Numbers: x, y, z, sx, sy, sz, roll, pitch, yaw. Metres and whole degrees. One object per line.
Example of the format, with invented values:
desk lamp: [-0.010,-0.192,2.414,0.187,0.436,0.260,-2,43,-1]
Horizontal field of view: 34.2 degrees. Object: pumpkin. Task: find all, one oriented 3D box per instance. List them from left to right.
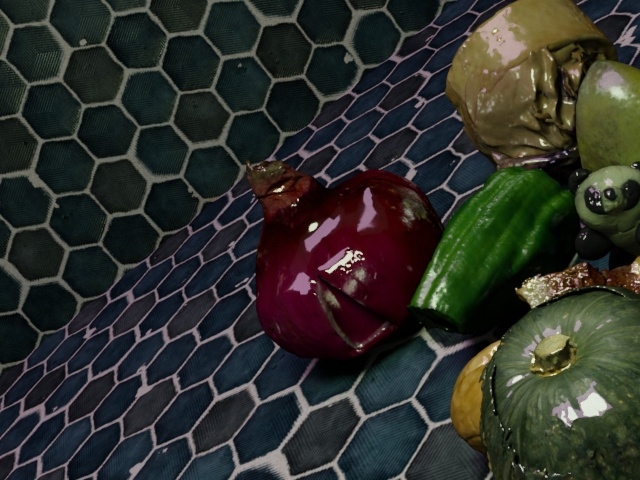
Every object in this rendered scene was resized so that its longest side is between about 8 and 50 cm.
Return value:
pumpkin: [0.321,0.210,1.185,0.291,0.257,0.328,-35,25,4]

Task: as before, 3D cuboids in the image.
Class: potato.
potato: [0.483,-0.159,1.669,0.112,0.255,0.269,-49,22,-26]

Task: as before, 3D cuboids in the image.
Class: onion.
onion: [0.000,0.000,1.938,0.398,0.420,0.398,-44,16,17]

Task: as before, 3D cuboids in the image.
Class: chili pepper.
chili pepper: [0.294,0.033,1.683,0.167,0.213,0.385,6,42,45]

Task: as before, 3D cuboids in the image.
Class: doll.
doll: [0.455,-0.029,1.517,0.143,0.234,0.135,-12,66,45]

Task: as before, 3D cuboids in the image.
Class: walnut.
walnut: [0.273,0.211,1.422,0.206,0.159,0.159,-33,22,21]

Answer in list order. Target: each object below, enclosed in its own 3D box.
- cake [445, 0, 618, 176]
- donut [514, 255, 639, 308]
cake: [0.439,-0.256,1.981,0.332,0.332,0.321,-35,59,13]
donut: [0.433,0.088,1.422,0.294,0.151,0.112,-21,37,16]
